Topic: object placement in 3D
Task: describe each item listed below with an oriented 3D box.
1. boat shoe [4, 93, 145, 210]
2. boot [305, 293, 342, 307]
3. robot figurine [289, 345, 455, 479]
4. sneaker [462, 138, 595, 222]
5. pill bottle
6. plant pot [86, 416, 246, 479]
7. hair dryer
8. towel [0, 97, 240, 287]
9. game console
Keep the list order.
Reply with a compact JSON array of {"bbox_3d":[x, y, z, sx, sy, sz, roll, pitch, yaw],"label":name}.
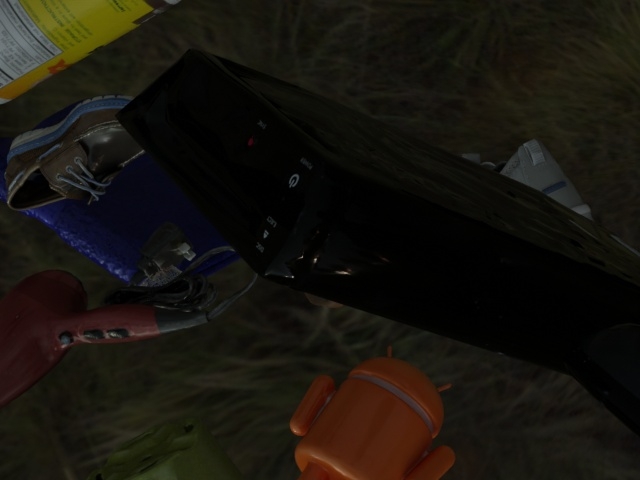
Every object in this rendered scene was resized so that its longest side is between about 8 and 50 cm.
[{"bbox_3d":[-0.192,-0.063,1.027,0.183,0.066,0.066,-18,54,43],"label":"boat shoe"},{"bbox_3d":[0.000,0.000,1.789,0.073,0.152,0.197,-10,88,16],"label":"boot"},{"bbox_3d":[0.058,0.224,1.427,0.158,0.219,0.128,2,137,50],"label":"robot figurine"},{"bbox_3d":[0.153,-0.026,1.174,0.281,0.105,0.115,-19,91,61],"label":"sneaker"},{"bbox_3d":[-0.209,-0.175,0.897,0.215,0.117,0.117,-27,85,13],"label":"pill bottle"},{"bbox_3d":[-0.184,0.392,1.722,0.276,0.276,0.254,-23,101,20],"label":"plant pot"},{"bbox_3d":[-0.216,0.067,1.138,0.293,0.223,0.080,-35,109,-15],"label":"hair dryer"},{"bbox_3d":[-0.234,-0.046,1.477,0.308,0.228,0.076,31,128,21],"label":"towel"},{"bbox_3d":[0.092,0.046,0.349,0.044,0.213,0.361,-62,38,12],"label":"game console"}]
